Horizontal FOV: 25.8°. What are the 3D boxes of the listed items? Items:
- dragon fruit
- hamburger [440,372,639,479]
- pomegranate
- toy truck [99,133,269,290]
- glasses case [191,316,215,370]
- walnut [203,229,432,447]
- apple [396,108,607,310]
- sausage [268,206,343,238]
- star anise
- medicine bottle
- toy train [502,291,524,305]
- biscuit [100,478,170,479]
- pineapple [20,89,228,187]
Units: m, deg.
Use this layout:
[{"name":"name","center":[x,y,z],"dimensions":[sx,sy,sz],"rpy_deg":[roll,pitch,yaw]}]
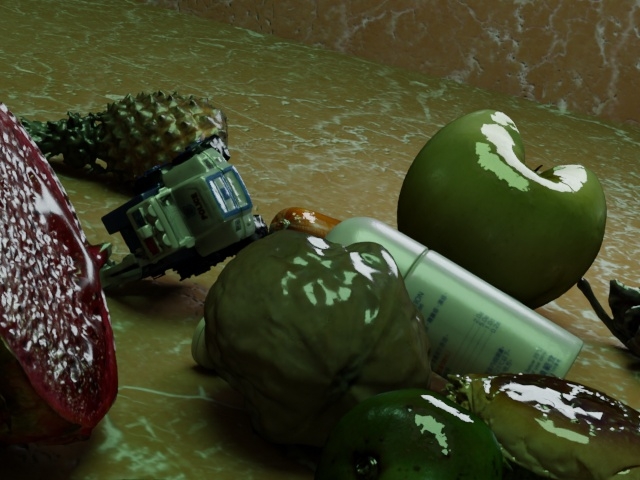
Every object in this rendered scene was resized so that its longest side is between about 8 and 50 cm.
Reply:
[{"name":"dragon fruit","center":[-0.364,0.042,1.363],"dimensions":[0.249,0.386,0.371],"rpy_deg":[-22,-10,7]},{"name":"hamburger","center":[0.262,0.228,1.513],"dimensions":[0.286,0.146,0.243],"rpy_deg":[16,12,12]},{"name":"pomegranate","center":[0.100,0.240,1.344],"dimensions":[0.187,0.187,0.225],"rpy_deg":[27,-5,35]},{"name":"toy truck","center":[-0.191,-0.023,1.800],"dimensions":[0.213,0.161,0.177],"rpy_deg":[-27,1,41]},{"name":"glasses case","center":[-0.070,0.112,1.702],"dimensions":[0.204,0.081,0.051],"rpy_deg":[-7,29,-43]},{"name":"walnut","center":[-0.001,0.108,1.534],"dimensions":[0.273,0.227,0.273],"rpy_deg":[9,14,-2]},{"name":"apple","center":[0.246,-0.019,1.993],"dimensions":[0.295,0.258,0.233],"rpy_deg":[36,34,-1]},{"name":"sausage","center":[0.000,0.000,1.894],"dimensions":[0.071,0.071,0.234],"rpy_deg":[26,5,32]},{"name":"star anise","center":[0.480,0.129,2.010],"dimensions":[0.231,0.089,0.209],"rpy_deg":[34,15,35]},{"name":"medicine bottle","center":[0.145,0.091,1.719],"dimensions":[0.341,0.130,0.130],"rpy_deg":[30,22,10]},{"name":"toy train","center":[0.100,0.096,1.849],"dimensions":[0.406,0.086,0.088],"rpy_deg":[8,21,-15]},{"name":"biscuit","center":[-0.109,0.289,1.210],"dimensions":[0.150,0.052,0.252],"rpy_deg":[6,21,-30]},{"name":"pineapple","center":[-0.327,-0.159,2.212],"dimensions":[0.361,0.175,0.175],"rpy_deg":[3,19,-3]}]
